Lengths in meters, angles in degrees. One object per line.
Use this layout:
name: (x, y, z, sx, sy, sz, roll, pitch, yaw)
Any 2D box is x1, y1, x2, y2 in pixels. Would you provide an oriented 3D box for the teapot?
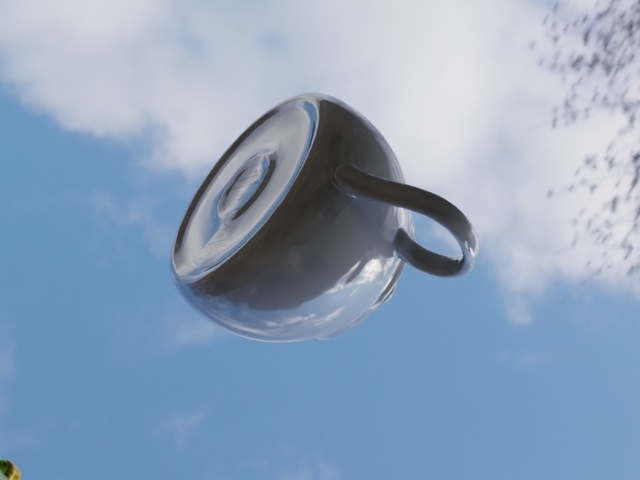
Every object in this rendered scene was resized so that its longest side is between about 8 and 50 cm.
teapot: (0.000, 0.000, 1.174, 0.187, 0.252, 0.256, 37, -164, -23)

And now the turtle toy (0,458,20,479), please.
turtle toy: (-0.285, 0.213, 1.047, 0.066, 0.095, 0.130, -41, -139, -4)
